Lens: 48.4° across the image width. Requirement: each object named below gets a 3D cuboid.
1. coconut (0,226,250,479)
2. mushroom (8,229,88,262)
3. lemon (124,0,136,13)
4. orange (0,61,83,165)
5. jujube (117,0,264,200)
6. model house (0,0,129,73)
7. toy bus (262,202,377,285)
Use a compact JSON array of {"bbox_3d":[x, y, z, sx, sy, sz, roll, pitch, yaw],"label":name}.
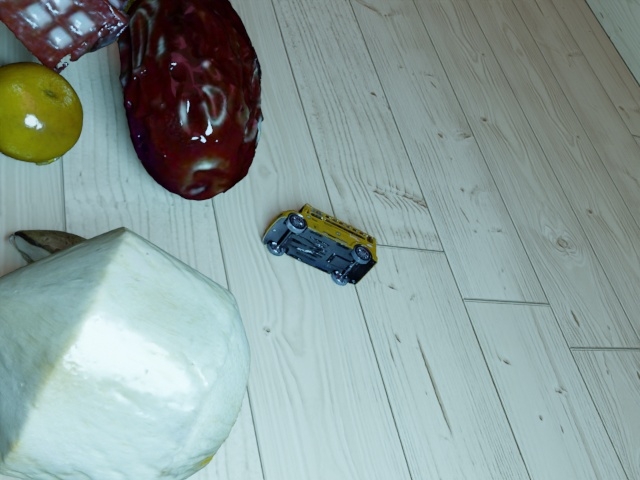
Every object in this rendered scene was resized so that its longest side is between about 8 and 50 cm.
[{"bbox_3d":[-0.250,0.131,0.807,0.329,0.329,0.328,19,47,-22],"label":"coconut"},{"bbox_3d":[-0.325,0.047,0.981,0.210,0.072,0.094,47,35,7],"label":"mushroom"},{"bbox_3d":[-0.329,-0.515,1.354,0.187,0.187,0.244,24,44,-17],"label":"lemon"},{"bbox_3d":[-0.435,-0.188,1.062,0.155,0.134,0.154,37,40,-39],"label":"orange"},{"bbox_3d":[-0.213,-0.257,1.177,0.259,0.258,0.376,1,55,-34],"label":"jujube"},{"bbox_3d":[-0.438,-0.411,1.079,0.254,0.160,0.196,44,19,-44],"label":"model house"},{"bbox_3d":[0.000,0.000,1.236,0.195,0.083,0.088,26,42,-18],"label":"toy bus"}]
